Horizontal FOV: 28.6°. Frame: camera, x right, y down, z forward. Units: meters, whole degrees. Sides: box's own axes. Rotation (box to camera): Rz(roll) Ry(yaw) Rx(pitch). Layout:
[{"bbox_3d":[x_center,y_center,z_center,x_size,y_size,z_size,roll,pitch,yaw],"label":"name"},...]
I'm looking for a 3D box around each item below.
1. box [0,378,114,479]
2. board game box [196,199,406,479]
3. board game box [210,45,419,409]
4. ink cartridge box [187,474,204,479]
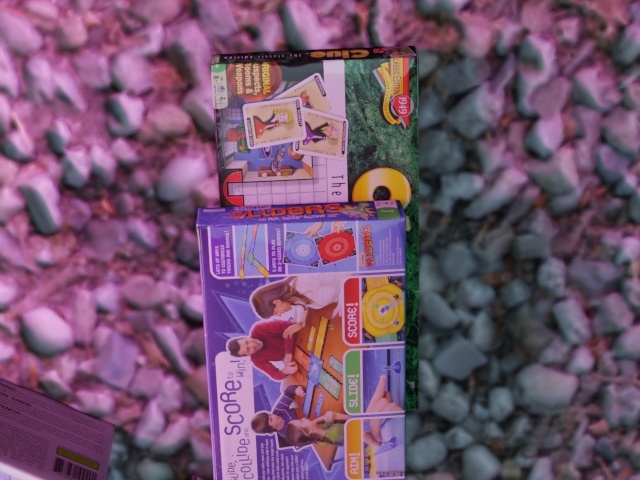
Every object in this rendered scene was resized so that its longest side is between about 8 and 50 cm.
[{"bbox_3d":[-0.242,0.213,0.880,0.114,0.103,0.203,25,108,-13],"label":"box"},{"bbox_3d":[-0.011,0.074,0.848,0.136,0.035,0.201,-2,112,-3],"label":"board game box"},{"bbox_3d":[0.000,0.000,0.853,0.136,0.030,0.260,-4,112,-4],"label":"board game box"},{"bbox_3d":[-0.084,0.375,0.976,0.307,0.072,0.303,41,103,-19],"label":"ink cartridge box"}]
